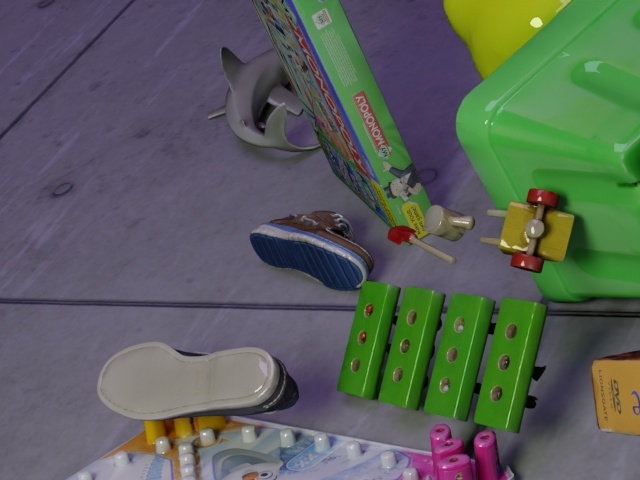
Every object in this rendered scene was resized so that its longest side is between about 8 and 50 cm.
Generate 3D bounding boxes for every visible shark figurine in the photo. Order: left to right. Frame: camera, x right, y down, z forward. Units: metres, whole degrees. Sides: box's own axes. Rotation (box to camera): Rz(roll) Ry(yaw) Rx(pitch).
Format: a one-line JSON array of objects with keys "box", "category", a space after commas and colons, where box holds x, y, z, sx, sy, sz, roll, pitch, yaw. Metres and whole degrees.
[{"box": [-0.091, -0.188, 1.897, 0.166, 0.116, 0.278, -19, 30, 12], "category": "shark figurine"}]

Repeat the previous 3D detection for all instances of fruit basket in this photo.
[{"box": [0.273, -0.153, 1.402, 0.392, 0.283, 0.392, -23, 32, 15], "category": "fruit basket"}]

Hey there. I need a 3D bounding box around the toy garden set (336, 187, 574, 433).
[{"box": [0.125, 0.056, 1.329, 0.244, 0.049, 0.203, 6, 80, 56], "category": "toy garden set"}]

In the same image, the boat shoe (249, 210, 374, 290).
[{"box": [0.000, 0.000, 1.592, 0.066, 0.066, 0.183, -40, 34, -25], "category": "boat shoe"}]

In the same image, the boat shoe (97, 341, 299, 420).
[{"box": [-0.113, 0.136, 1.368, 0.206, 0.065, 0.075, -5, 65, 33], "category": "boat shoe"}]

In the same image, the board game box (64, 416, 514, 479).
[{"box": [-0.104, 0.230, 1.219, 0.390, 0.050, 0.390, 5, 23, 38], "category": "board game box"}]

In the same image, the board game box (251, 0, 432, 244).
[{"box": [0.012, -0.166, 1.591, 0.046, 0.317, 0.213, -31, 31, -6], "category": "board game box"}]

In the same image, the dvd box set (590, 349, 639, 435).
[{"box": [0.395, 0.077, 0.937, 0.308, 0.062, 0.420, -9, -2, -14], "category": "dvd box set"}]
